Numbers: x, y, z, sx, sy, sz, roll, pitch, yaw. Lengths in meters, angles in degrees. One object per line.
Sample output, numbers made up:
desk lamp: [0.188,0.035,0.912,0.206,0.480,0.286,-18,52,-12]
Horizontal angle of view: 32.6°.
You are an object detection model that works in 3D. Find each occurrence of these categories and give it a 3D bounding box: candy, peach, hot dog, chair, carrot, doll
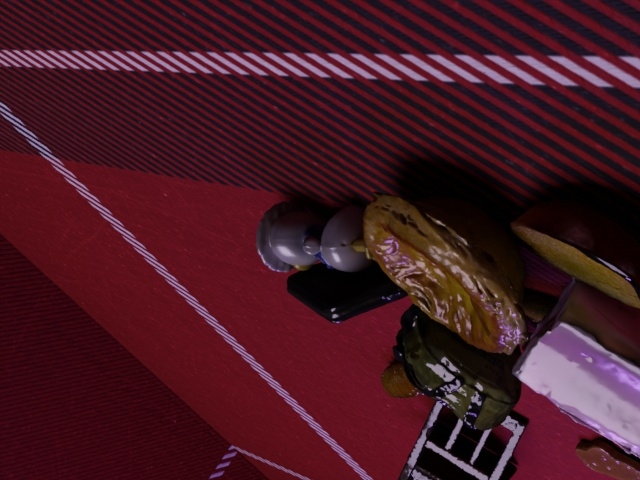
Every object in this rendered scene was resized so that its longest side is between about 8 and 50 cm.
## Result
candy: [0.401,0.177,1.426,0.265,0.116,0.155,30,136,5]
peach: [0.322,0.009,1.316,0.189,0.068,0.279,39,177,-24]
hot dog: [0.184,0.261,2.081,0.083,0.068,0.289,43,160,-3]
chair: [0.282,0.451,2.219,0.203,0.416,0.240,30,-157,17]
carrot: [0.304,0.097,1.574,0.254,0.049,0.049,22,156,39]
doll: [0.000,0.000,1.717,0.293,0.138,0.119,6,105,48]

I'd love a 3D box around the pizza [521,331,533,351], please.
pizza: [0.390,0.187,1.633,0.175,0.046,0.134,35,161,-3]

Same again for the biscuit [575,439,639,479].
biscuit: [0.510,0.384,1.917,0.140,0.023,0.118,15,152,43]

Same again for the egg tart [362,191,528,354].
egg tart: [0.186,0.029,1.478,0.295,0.116,0.295,43,168,12]

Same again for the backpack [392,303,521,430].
backpack: [0.210,0.185,1.654,0.207,0.140,0.253,34,-163,-5]

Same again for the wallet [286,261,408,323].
wallet: [0.040,0.069,1.703,0.250,0.149,0.044,-151,42,-69]
